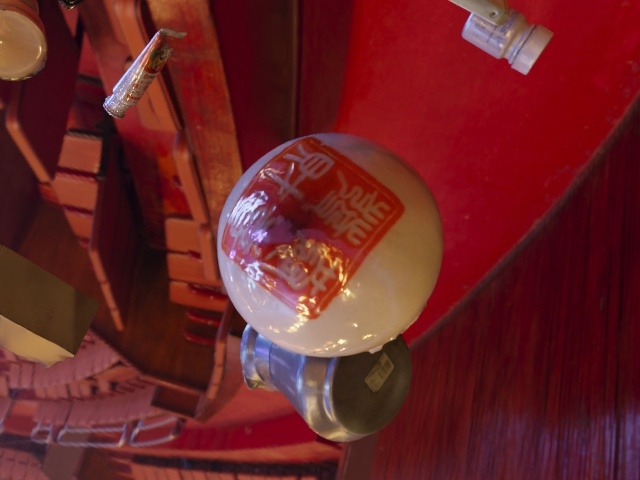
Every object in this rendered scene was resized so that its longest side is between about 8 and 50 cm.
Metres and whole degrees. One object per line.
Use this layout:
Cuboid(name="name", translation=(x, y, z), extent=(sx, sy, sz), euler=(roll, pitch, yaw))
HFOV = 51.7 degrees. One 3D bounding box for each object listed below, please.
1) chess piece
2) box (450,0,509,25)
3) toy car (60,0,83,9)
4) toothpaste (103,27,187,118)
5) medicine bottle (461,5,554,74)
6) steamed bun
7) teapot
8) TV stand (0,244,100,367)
Cuboid(name="chess piece", translation=(-0.598, -0.431, 1.263), extent=(0.143, 0.260, 0.142), euler=(-13, 137, -12))
Cuboid(name="box", translation=(0.275, -0.550, 1.310), extent=(0.211, 0.270, 0.045), euler=(20, 139, -19))
Cuboid(name="toy car", translation=(-0.605, -0.609, 1.503), extent=(0.071, 0.062, 0.165), euler=(-37, 141, 1))
Cuboid(name="toothpaste", translation=(-0.374, -0.357, 1.393), extent=(0.057, 0.089, 0.234), euler=(49, 114, 7))
Cuboid(name="medicine bottle", translation=(0.395, -0.437, 1.402), extent=(0.168, 0.105, 0.105), euler=(34, 156, 8))
Cuboid(name="steamed bun", translation=(0.000, 0.000, 1.048), extent=(0.375, 0.374, 0.241), euler=(4, 171, 24))
Cuboid(name="teapot", translation=(0.021, 0.249, 1.536), extent=(0.362, 0.376, 0.305), euler=(10, 142, 49))
Cuboid(name="TV stand", translation=(-0.401, 0.047, 0.765), extent=(0.088, 0.082, 0.270), euler=(-27, 128, 38))
